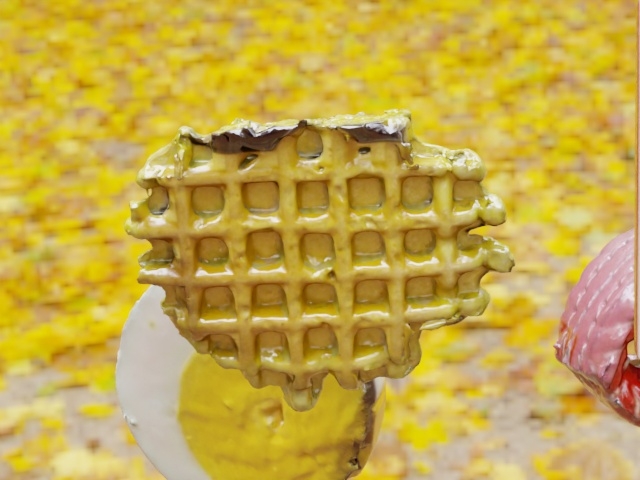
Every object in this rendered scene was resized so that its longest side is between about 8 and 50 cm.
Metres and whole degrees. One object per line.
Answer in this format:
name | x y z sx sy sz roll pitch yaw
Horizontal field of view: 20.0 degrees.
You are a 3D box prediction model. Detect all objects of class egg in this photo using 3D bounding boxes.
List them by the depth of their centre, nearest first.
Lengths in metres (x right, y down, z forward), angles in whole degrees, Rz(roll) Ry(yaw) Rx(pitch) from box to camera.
egg | -0.061 0.142 2.066 0.337 0.337 0.201 3 21 17

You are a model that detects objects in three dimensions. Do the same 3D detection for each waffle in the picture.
waffle | 0.000 0.002 1.563 0.312 0.307 0.060 -34 23 13

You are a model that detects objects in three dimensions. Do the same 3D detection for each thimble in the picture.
thimble | 0.323 0.079 1.689 0.189 0.163 0.125 -48 20 2

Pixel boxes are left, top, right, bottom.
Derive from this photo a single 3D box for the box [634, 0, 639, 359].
box | 0.246 -0.041 1.066 0.123 0.229 0.050 0 2 10
